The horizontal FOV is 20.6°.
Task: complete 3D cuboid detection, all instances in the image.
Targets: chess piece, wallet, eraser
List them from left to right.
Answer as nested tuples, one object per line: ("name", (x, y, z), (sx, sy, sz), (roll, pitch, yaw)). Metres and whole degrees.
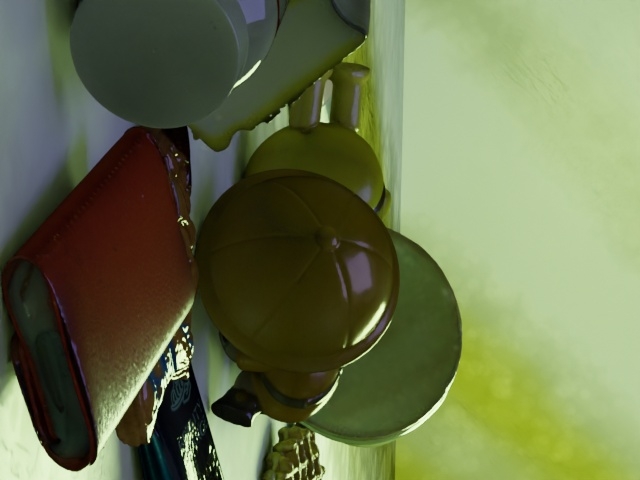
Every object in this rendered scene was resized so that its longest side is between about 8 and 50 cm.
("wallet", (-0.135, 0.031, 1.100), (0.204, 0.045, 0.142), (-62, 144, -61))
("eraser", (-0.037, -0.159, 1.376), (0.069, 0.158, 0.226), (49, 14, -13))
("chess piece", (0.047, 0.137, 2.050), (0.442, 0.234, 0.234), (81, 13, -78))

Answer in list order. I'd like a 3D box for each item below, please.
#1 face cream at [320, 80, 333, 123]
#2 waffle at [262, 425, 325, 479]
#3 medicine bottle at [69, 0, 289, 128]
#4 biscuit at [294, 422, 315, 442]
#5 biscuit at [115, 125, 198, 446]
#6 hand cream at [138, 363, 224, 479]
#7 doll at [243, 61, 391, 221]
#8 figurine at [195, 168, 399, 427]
("face cream", (-0.002, -0.158, 2.089), (0.198, 0.057, 0.084), (82, 12, -58))
("waffle", (-0.030, 0.310, 2.041), (0.191, 0.038, 0.191), (-1, 90, -74))
("medicine bottle", (-0.083, -0.175, 1.166), (0.250, 0.131, 0.131), (-76, 167, -59))
("biscuit", (-0.029, 0.299, 2.187), (0.175, 0.026, 0.124), (-79, 168, -50))
("biscuit", (-0.120, 0.018, 1.293), (0.183, 0.043, 0.280), (74, 20, -59))
("hand cream", (-0.115, 0.185, 1.413), (0.120, 0.061, 0.270), (-68, 152, -57))
("doll", (0.000, 0.000, 1.781), (0.199, 0.145, 0.363), (-1, 100, -41))
("figurine", (-0.018, 0.058, 1.603), (0.192, 0.167, 0.256), (-48, 152, -34))
